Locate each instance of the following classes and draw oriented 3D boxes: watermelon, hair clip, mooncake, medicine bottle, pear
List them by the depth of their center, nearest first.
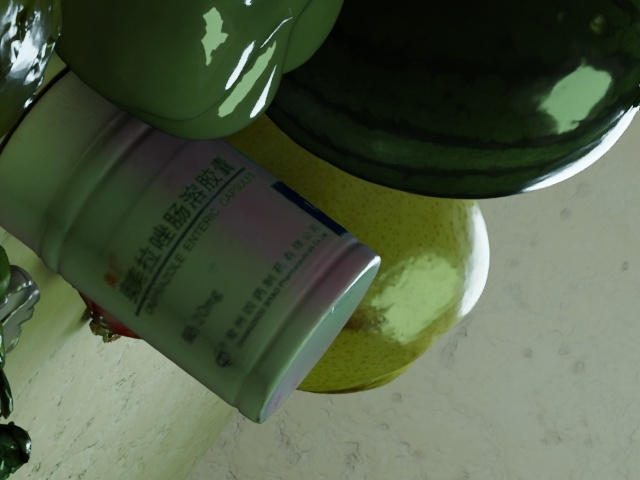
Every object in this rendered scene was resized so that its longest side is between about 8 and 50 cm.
[{"bbox_3d":[-0.060,-0.192,1.182,0.275,0.135,0.275,-54,169,-16],"label":"mooncake"},{"bbox_3d":[-0.100,-0.002,1.293,0.152,0.254,0.152,-53,173,-10],"label":"medicine bottle"},{"bbox_3d":[-0.268,0.095,1.335,0.173,0.069,0.300,-47,-170,-7],"label":"hair clip"},{"bbox_3d":[0.107,-0.169,1.411,0.279,0.359,0.279,10,90,-84],"label":"watermelon"},{"bbox_3d":[0.000,0.000,1.762,0.314,0.314,0.314,-52,172,-10],"label":"pear"}]

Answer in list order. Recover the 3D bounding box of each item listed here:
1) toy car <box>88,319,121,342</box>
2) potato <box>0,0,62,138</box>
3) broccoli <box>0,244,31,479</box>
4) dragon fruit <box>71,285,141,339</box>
[{"bbox_3d":[-0.189,0.044,1.792,0.122,0.035,0.059,-55,171,9],"label":"toy car"},{"bbox_3d":[-0.191,-0.093,0.878,0.149,0.113,0.251,-53,171,-14],"label":"potato"},{"bbox_3d":[-0.261,0.035,1.109,0.275,0.177,0.198,-90,169,-53],"label":"broccoli"},{"bbox_3d":[-0.166,0.038,1.585,0.153,0.153,0.111,-48,-172,-39],"label":"dragon fruit"}]
